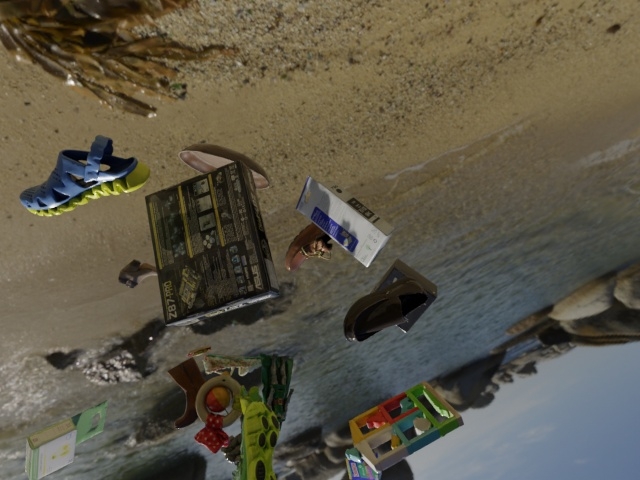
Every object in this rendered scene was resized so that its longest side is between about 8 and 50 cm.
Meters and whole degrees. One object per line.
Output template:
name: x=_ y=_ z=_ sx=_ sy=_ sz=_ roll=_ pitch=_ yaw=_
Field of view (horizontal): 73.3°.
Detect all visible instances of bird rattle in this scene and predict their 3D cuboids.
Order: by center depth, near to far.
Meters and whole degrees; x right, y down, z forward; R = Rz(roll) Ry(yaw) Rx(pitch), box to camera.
bird rattle: x=-0.324 y=0.560 z=1.430 sx=0.253 sy=0.207 sz=0.143 roll=-40 pitch=161 yaw=0

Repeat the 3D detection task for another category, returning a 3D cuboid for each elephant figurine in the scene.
elephant figurine: x=-0.266 y=0.758 z=1.692 sx=0.239 sy=0.169 sz=0.186 roll=-59 pitch=162 yaw=-8

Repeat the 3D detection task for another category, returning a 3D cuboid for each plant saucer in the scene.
plant saucer: x=-0.312 y=-0.250 z=1.435 sx=0.310 sy=0.050 sz=0.310 roll=15 pitch=170 yaw=3

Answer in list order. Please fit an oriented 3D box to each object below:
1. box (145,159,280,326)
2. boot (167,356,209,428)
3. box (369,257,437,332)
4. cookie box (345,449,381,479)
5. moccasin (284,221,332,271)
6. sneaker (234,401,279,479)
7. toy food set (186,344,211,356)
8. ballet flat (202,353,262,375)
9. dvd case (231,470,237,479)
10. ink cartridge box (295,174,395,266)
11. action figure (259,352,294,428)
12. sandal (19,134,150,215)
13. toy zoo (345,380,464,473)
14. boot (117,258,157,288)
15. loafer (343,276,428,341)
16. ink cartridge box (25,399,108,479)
box: x=-0.310 y=0.009 z=1.207 sx=0.318 sy=0.395 sz=0.097 roll=-19 pitch=163 yaw=9
boot: x=-0.684 y=0.770 z=2.166 sx=0.264 sy=0.280 sz=0.096 roll=-34 pitch=-174 yaw=-3
box: x=0.253 y=0.170 z=1.336 sx=0.158 sy=0.156 sz=0.093 roll=-56 pitch=177 yaw=22
cookie box: x=0.148 y=0.773 z=1.473 sx=0.107 sy=0.092 sz=0.040 roll=-6 pitch=-165 yaw=20
moccasin: x=0.001 y=0.001 z=1.809 sx=0.380 sy=0.147 sz=0.139 roll=-42 pitch=160 yaw=8
sneaker: x=-0.172 y=0.553 z=1.075 sx=0.109 sy=0.295 sz=0.123 roll=28 pitch=131 yaw=-33
toy food set: x=-0.407 y=0.373 z=1.441 sx=0.083 sy=0.020 sz=0.082 roll=-24 pitch=167 yaw=23
ballet flat: x=-0.315 y=0.460 z=1.585 sx=0.241 sy=0.077 sz=0.091 roll=8 pitch=167 yaw=-22
dvd case: x=-0.220 y=0.719 z=1.202 sx=0.087 sy=0.119 sz=0.013 roll=11 pitch=-171 yaw=42
ink cartridge box: x=0.075 y=-0.075 z=1.439 sx=0.065 sy=0.332 sz=0.165 roll=-38 pitch=162 yaw=-43
action figure: x=-0.134 y=0.477 z=1.347 sx=0.137 sy=0.232 sz=0.063 roll=18 pitch=150 yaw=-34
sandal: x=-0.585 y=-0.162 z=1.040 sx=0.317 sy=0.126 sz=0.138 roll=-20 pitch=128 yaw=4
toy zoo: x=0.196 y=0.487 z=1.122 sx=0.293 sy=0.030 sz=0.192 roll=-24 pitch=-166 yaw=-9
boot: x=-0.565 y=0.112 z=1.341 sx=0.118 sy=0.042 sz=0.087 roll=33 pitch=92 yaw=-37
loafer: x=0.145 y=0.149 z=0.932 sx=0.220 sy=0.078 sz=0.080 roll=-32 pitch=116 yaw=-22
ink cartridge box: x=-0.772 y=0.616 z=1.331 sx=0.235 sy=0.056 sz=0.171 roll=-13 pitch=134 yaw=-49
